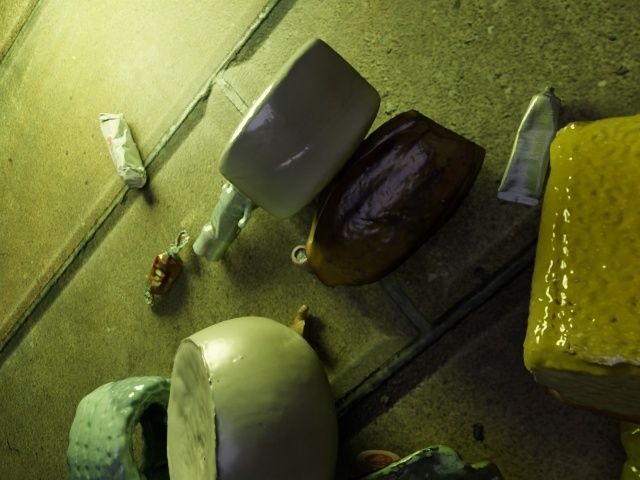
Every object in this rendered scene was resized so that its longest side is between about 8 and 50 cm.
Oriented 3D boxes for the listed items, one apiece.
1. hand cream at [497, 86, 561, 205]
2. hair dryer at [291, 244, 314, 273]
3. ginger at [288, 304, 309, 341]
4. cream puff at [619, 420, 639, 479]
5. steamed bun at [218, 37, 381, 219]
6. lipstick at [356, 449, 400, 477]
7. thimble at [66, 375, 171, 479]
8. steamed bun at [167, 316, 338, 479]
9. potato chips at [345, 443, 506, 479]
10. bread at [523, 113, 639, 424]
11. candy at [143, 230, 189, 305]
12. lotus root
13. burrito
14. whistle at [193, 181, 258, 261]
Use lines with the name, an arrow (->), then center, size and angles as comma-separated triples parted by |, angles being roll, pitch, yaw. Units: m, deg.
hand cream -> 0.302, -0.134, 0.615 | 0.057, 0.037, 0.164 | 17, 100, 26
hair dryer -> 0.000, 0.000, 0.734 | 0.037, 0.063, 0.114 | 31, 84, 26
ginger -> -0.036, 0.159, 0.750 | 0.097, 0.030, 0.048 | -62, 37, 11
cream puff -> 0.449, 0.244, 0.422 | 0.282, 0.185, 0.281 | -3, 83, 23
steamed bun -> -0.022, -0.157, 0.597 | 0.146, 0.164, 0.241 | 38, 67, -13
lipstick -> 0.088, 0.455, 0.640 | 0.070, 0.070, 0.254 | -2, 84, 26
thimble -> -0.326, 0.371, 0.774 | 0.172, 0.205, 0.249 | -17, 96, 24
steamed bun -> -0.097, 0.275, 0.643 | 0.324, 0.207, 0.323 | -10, 78, 58
potato chips -> 0.136, 0.467, 0.549 | 0.429, 0.070, 0.358 | -41, 78, 12
bread -> 0.392, 0.015, 0.418 | 0.324, 0.143, 0.332 | 3, 58, 35
candy -> -0.321, 0.061, 0.887 | 0.053, 0.046, 0.182 | 40, 105, 25
lotus root -> 0.088, -0.057, 0.629 | 0.193, 0.193, 0.291 | 46, 108, 22
burrito -> -0.436, -0.200, 0.960 | 0.064, 0.064, 0.203 | -35, 70, 19
whistle -> -0.121, -0.103, 0.771 | 0.142, 0.134, 0.346 | 44, 114, 19
